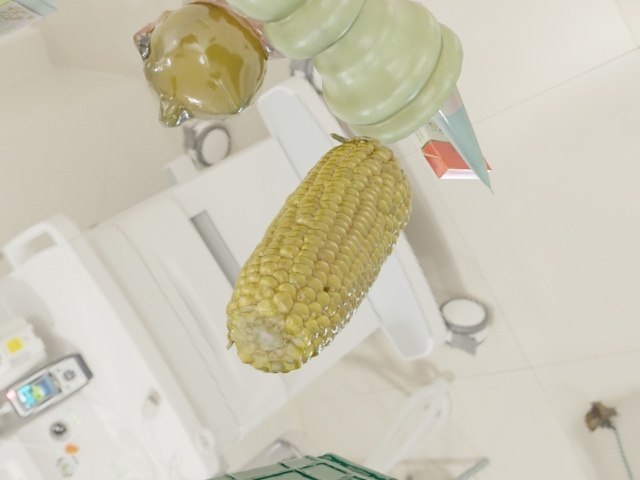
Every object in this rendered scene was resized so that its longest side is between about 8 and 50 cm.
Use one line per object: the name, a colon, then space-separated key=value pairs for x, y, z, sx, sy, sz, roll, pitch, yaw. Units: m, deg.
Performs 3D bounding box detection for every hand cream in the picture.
hand cream: x=0.184 y=-0.203 z=1.255 sx=0.312 sy=0.070 sz=0.111 roll=52 pitch=-170 yaw=-36

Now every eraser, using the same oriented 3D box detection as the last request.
eraser: x=-0.280 y=-0.210 z=0.781 sx=0.083 sy=0.038 sz=0.019 roll=-12 pitch=68 yaw=31

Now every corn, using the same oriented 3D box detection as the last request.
corn: x=0.004 y=0.003 z=0.635 sx=0.091 sy=0.260 sz=0.091 roll=29 pitch=124 yaw=4

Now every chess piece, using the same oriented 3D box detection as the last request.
chess piece: x=0.006 y=-0.212 z=0.811 sx=0.144 sy=0.144 sz=0.251 roll=-1 pitch=154 yaw=46

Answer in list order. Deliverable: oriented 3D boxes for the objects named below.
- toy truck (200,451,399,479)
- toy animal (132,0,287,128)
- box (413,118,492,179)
toy truck: x=-0.042 y=0.225 z=0.581 sx=0.114 sy=0.253 sz=0.124 roll=5 pitch=94 yaw=51
toy animal: x=-0.109 y=-0.244 z=1.013 sx=0.169 sy=0.281 sz=0.195 roll=32 pitch=162 yaw=20
box: x=0.224 y=-0.221 z=1.661 sx=0.035 sy=0.139 sz=0.245 roll=-47 pitch=60 yaw=39
